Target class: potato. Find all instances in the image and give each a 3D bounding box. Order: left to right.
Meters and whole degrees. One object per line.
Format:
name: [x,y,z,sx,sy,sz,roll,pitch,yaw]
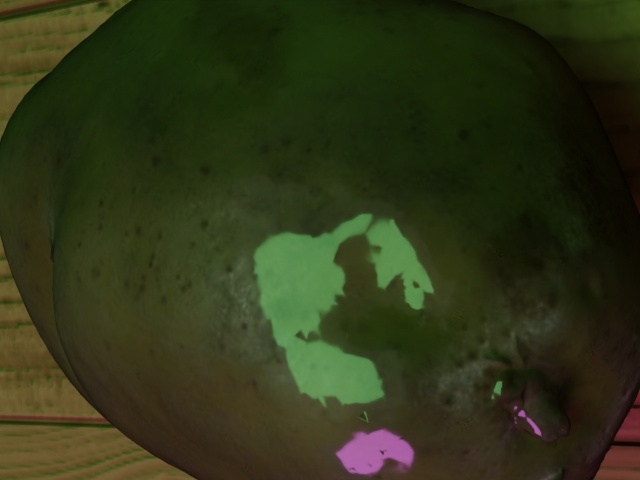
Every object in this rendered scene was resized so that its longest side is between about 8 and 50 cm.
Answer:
potato: [0.000,0.000,0.763,0.326,0.221,0.243,9,90,49]
